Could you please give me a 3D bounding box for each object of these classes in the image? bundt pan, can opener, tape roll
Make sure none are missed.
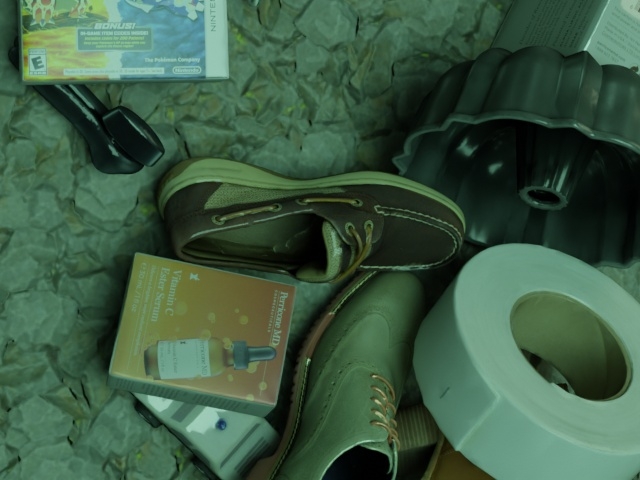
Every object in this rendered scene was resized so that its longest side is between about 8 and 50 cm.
[{"bbox_3d":[0.250,-0.096,1.743,0.331,0.331,0.124,29,63,-26],"label":"bundt pan"},{"bbox_3d":[-0.239,-0.136,1.641,0.073,0.059,0.186,-42,105,16],"label":"can opener"},{"bbox_3d":[0.243,0.139,1.744,0.286,0.286,0.100,10,135,-26],"label":"tape roll"}]

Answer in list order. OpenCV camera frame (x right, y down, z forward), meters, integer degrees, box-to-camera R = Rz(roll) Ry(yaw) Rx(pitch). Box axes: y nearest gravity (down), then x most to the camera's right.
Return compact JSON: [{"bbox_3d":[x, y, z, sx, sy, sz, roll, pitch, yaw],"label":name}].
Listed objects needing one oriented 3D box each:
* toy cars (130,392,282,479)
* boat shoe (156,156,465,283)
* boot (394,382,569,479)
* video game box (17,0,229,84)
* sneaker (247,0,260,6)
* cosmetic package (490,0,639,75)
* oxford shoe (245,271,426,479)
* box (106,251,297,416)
[{"bbox_3d":[-0.110,0.291,1.750,0.176,0.087,0.394,-7,101,-24],"label":"toy cars"},{"bbox_3d":[0.000,0.000,1.708,0.342,0.123,0.123,10,129,-22],"label":"boat shoe"},{"bbox_3d":[0.197,0.291,1.791,0.220,0.283,0.109,-10,144,2],"label":"boot"},{"bbox_3d":[-0.193,-0.247,1.590,0.205,0.048,0.187,-3,90,-14],"label":"video game box"},{"bbox_3d":[-0.114,-0.294,1.667,0.161,0.057,0.075,22,83,-29],"label":"sneaker"},{"bbox_3d":[0.318,-0.234,1.807,0.151,0.183,0.151,29,85,-26],"label":"cosmetic package"},{"bbox_3d":[0.044,0.197,1.734,0.140,0.146,0.397,39,62,-33],"label":"oxford shoe"},{"bbox_3d":[-0.122,0.098,1.667,0.170,0.091,0.130,11,75,-7],"label":"box"}]
